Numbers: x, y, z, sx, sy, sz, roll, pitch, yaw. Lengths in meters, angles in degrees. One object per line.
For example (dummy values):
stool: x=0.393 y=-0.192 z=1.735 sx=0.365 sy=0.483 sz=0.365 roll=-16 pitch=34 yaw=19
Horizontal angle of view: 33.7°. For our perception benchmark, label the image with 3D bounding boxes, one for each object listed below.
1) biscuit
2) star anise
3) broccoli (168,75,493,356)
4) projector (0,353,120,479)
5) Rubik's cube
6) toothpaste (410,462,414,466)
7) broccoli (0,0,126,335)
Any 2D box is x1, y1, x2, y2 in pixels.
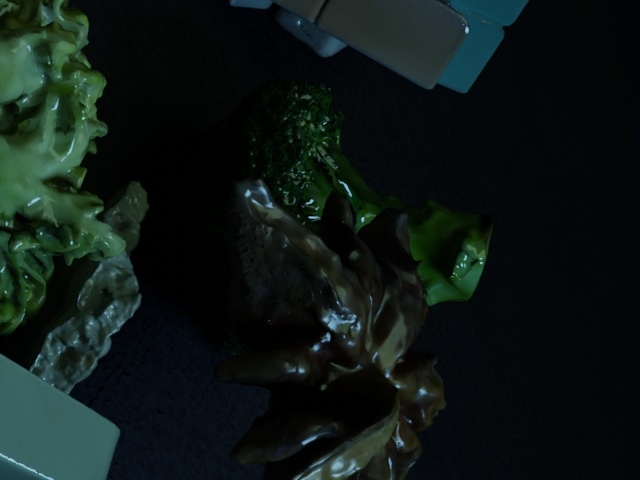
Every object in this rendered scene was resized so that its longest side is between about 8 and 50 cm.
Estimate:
biscuit: x=-0.187 y=0.062 z=0.746 sx=0.040 sy=0.188 sz=0.265 roll=37 pitch=54 yaw=-22
star anise: x=0.017 y=0.102 z=0.748 sx=0.349 sy=0.109 sz=0.292 roll=12 pitch=63 yaw=-59
broccoli: x=0.000 y=0.000 z=0.992 sx=0.297 sy=0.297 sz=0.298 roll=15 pitch=90 yaw=-86
projector: x=-0.271 y=0.065 z=0.522 sx=0.259 sy=0.257 sz=0.079 roll=46 pitch=46 yaw=-45
Rubik's cube: x=0.086 y=-0.378 z=1.183 sx=0.368 sy=0.358 sz=0.387 roll=42 pitch=26 yaw=16
toothpaste: x=0.083 y=0.162 z=1.301 sx=0.099 sy=0.068 sz=0.282 roll=-12 pitch=100 yaw=-32
broccoli: x=-0.229 y=-0.083 z=0.621 sx=0.288 sy=0.245 sz=0.248 roll=36 pitch=82 yaw=-29
